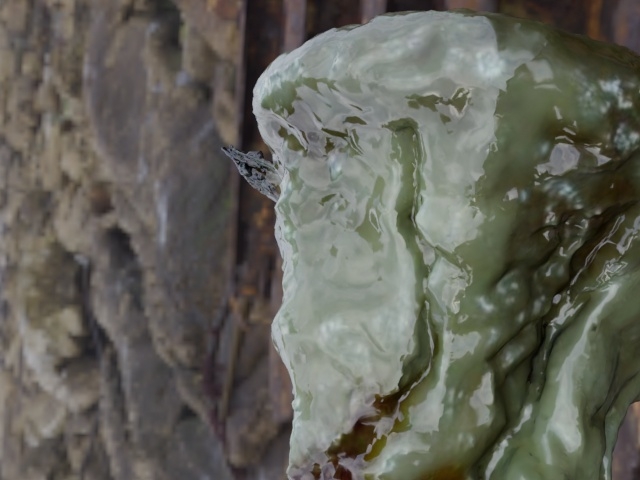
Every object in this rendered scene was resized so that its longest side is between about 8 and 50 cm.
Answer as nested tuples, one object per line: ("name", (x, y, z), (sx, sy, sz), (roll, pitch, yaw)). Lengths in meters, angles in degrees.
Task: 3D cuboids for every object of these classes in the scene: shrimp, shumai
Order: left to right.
("shrimp", (0.000, 0.000, 1.456), (0.051, 0.262, 0.198), (-55, -13, -30))
("shumai", (0.110, 0.054, 0.922), (0.324, 0.397, 0.323), (1, 69, 40))
